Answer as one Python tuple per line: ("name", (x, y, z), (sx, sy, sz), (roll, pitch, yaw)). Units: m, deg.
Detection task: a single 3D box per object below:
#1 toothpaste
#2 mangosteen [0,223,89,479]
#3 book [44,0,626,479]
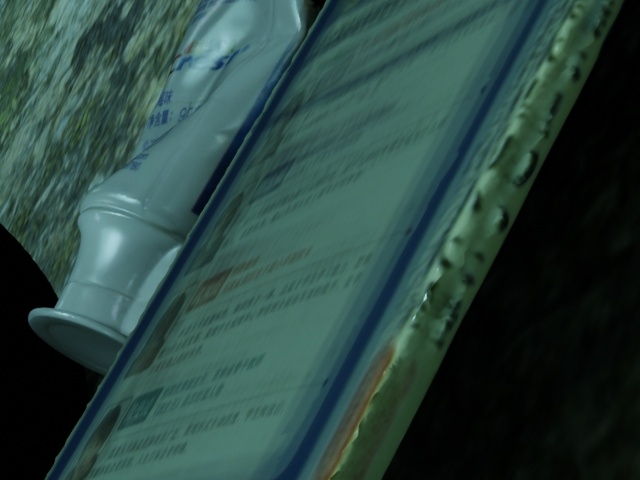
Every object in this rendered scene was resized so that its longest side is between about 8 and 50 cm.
("toothpaste", (-0.030, -0.075, 0.738), (0.096, 0.061, 0.266), (-24, 41, 65))
("mangosteen", (-0.203, 0.116, 0.749), (0.275, 0.275, 0.302), (-51, 60, 42))
("book", (0.000, 0.000, 0.508), (0.322, 0.018, 0.228), (-60, 16, -20))
